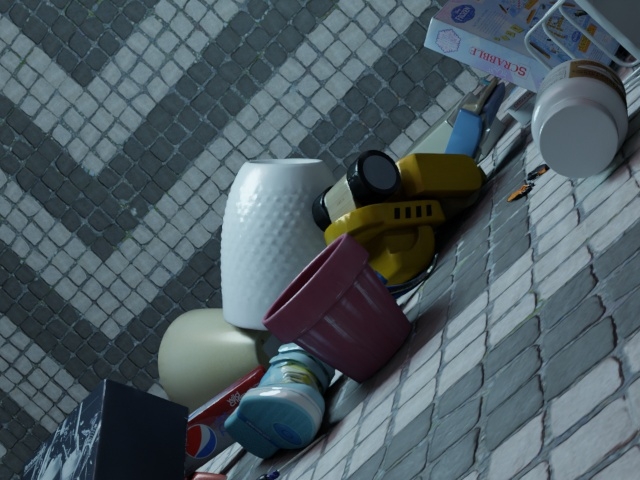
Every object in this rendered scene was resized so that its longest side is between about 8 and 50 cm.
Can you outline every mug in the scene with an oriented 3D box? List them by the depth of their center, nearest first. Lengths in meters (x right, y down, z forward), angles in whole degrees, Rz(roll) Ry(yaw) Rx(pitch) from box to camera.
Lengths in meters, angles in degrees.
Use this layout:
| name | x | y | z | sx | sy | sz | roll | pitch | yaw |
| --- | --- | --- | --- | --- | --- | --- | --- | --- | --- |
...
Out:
| name | x | y | z | sx | sy | sz | roll | pitch | yaw |
| --- | --- | --- | --- | --- | --- | --- | --- | --- | --- |
| mug | -0.023 | -0.004 | 2.144 | 0.276 | 0.374 | 0.328 | -120 | 28 | -80 |

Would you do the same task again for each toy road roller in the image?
| name | x | y | z | sx | sy | sz | roll | pitch | yaw |
| --- | --- | --- | --- | --- | --- | --- | --- | --- | --- |
| toy road roller | 0.161 | -0.026 | 1.978 | 0.330 | 0.240 | 0.202 | -5 | -21 | -31 |

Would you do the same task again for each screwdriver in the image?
| name | x | y | z | sx | sy | sz | roll | pitch | yaw |
| --- | --- | --- | --- | --- | --- | --- | --- | --- | --- |
| screwdriver | -0.056 | 0.343 | 1.560 | 0.170 | 0.024 | 0.025 | -43 | -24 | 22 |

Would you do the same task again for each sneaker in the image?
| name | x | y | z | sx | sy | sz | roll | pitch | yaw |
| --- | --- | --- | --- | --- | --- | --- | --- | --- | --- |
| sneaker | -0.038 | 0.235 | 1.685 | 0.208 | 0.127 | 0.319 | -50 | 6 | -27 |

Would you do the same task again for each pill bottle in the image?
| name | x | y | z | sx | sy | sz | roll | pitch | yaw |
| --- | --- | --- | --- | --- | --- | --- | --- | --- | --- |
| pill bottle | 0.364 | -0.170 | 1.442 | 0.131 | 0.131 | 0.229 | -45 | 5 | 26 |

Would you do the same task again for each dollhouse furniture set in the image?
| name | x | y | z | sx | sy | sz | roll | pitch | yaw |
| --- | --- | --- | --- | --- | --- | --- | --- | --- | --- |
| dollhouse furniture set | 0.411 | -0.275 | 2.094 | 0.286 | 0.198 | 0.303 | -51 | -17 | -51 |

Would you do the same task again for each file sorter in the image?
| name | x | y | z | sx | sy | sz | roll | pitch | yaw |
| --- | --- | --- | --- | --- | --- | --- | --- | --- | --- |
| file sorter | 0.496 | -0.382 | 1.710 | 0.277 | 0.193 | 0.173 | -49 | 3 | -32 |

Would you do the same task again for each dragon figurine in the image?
| name | x | y | z | sx | sy | sz | roll | pitch | yaw |
| --- | --- | --- | --- | --- | --- | --- | --- | --- | --- |
| dragon figurine | 0.075 | 0.106 | 1.789 | 0.289 | 0.085 | 0.144 | -16 | 4 | 9 |

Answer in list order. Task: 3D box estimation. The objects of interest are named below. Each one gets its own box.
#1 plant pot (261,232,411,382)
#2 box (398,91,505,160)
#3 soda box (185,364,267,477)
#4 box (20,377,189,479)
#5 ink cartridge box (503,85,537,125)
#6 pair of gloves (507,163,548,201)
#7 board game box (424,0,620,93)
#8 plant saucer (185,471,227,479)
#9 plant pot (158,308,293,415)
| name | x | y | z | sx | sy | sz | roll | pitch | yaw |
| --- | --- | --- | --- | --- | --- | --- | --- | --- | --- |
| plant pot | 0.038 | 0.119 | 1.632 | 0.201 | 0.180 | 0.201 | -46 | 4 | 4 |
| box | 0.305 | -0.219 | 2.453 | 0.232 | 0.127 | 0.148 | -41 | 7 | 48 |
| soda box | -0.196 | 0.354 | 1.989 | 0.263 | 0.092 | 0.083 | -35 | 1 | -3 |
| box | -0.397 | 0.476 | 1.810 | 0.343 | 0.179 | 0.312 | -44 | 32 | 33 |
| ink cartridge box | 0.464 | -0.317 | 2.246 | 0.104 | 0.060 | 0.180 | -44 | 5 | 28 |
| pair of gloves | 0.350 | -0.099 | 1.724 | 0.083 | 0.010 | 0.074 | -47 | 4 | -16 |
| board game box | 0.396 | -0.391 | 1.927 | 0.318 | 0.318 | 0.066 | -50 | -18 | -48 |
| plant saucer | -0.303 | 0.539 | 1.986 | 0.258 | 0.048 | 0.259 | -48 | 4 | -20 |
| plant pot | -0.174 | 0.254 | 2.244 | 0.274 | 0.256 | 0.256 | -19 | 25 | 48 |
